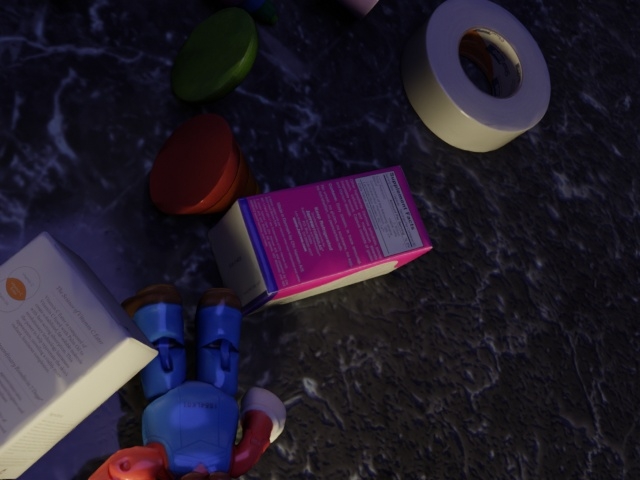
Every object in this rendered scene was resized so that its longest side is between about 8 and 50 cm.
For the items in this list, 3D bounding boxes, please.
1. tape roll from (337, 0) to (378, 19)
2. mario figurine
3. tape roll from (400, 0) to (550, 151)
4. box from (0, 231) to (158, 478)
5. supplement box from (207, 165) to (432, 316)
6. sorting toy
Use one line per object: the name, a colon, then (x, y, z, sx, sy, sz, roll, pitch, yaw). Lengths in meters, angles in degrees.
tape roll: (0.083, -0.396, 0.974, 0.080, 0.189, 0.189, 37, 60, -11)
mario figurine: (-0.141, 0.214, 0.709, 0.198, 0.170, 0.320, -10, 61, 8)
tape roll: (0.228, -0.242, 1.059, 0.219, 0.072, 0.219, 10, 67, -24)
box: (-0.255, 0.102, 0.635, 0.170, 0.091, 0.130, -41, 75, -9)
supplement box: (0.000, 0.000, 0.836, 0.220, 0.111, 0.114, -13, 78, -30)
sorting toy: (-0.097, -0.174, 0.876, 0.126, 0.127, 0.365, 34, 53, -46)
